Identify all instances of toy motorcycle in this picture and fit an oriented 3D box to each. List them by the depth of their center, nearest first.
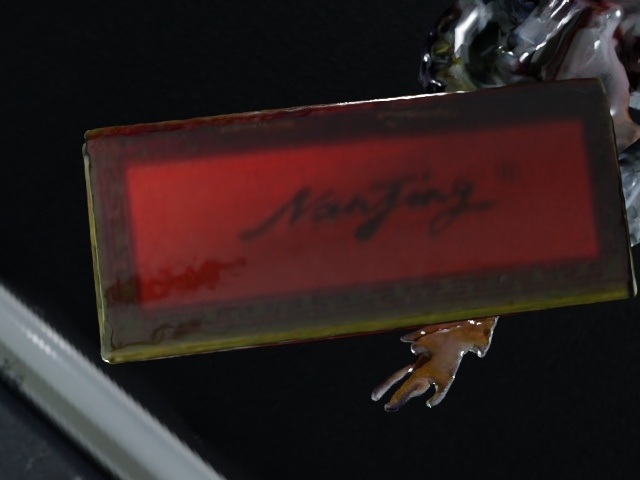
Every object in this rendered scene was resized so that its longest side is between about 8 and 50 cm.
[{"bbox_3d":[0.161,-0.074,0.633,0.207,0.134,0.401,43,-113,1],"label":"toy motorcycle"}]

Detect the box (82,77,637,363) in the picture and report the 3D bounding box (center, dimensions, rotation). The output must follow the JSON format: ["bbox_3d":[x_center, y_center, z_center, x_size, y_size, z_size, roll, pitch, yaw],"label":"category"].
[{"bbox_3d":[0.000,0.001,0.439,0.153,0.240,0.074,-3,-94,-6],"label":"box"}]
